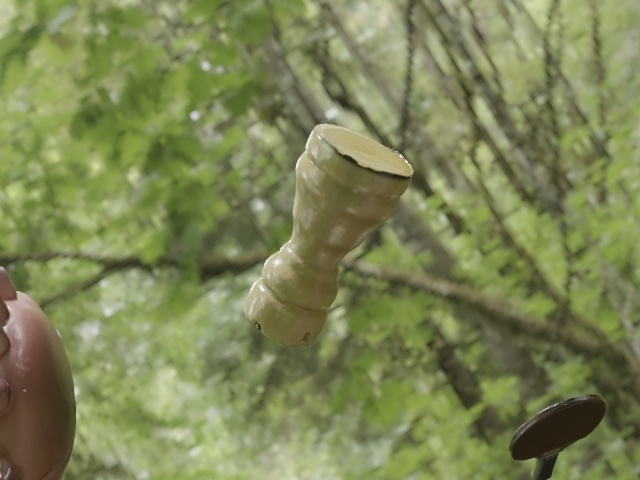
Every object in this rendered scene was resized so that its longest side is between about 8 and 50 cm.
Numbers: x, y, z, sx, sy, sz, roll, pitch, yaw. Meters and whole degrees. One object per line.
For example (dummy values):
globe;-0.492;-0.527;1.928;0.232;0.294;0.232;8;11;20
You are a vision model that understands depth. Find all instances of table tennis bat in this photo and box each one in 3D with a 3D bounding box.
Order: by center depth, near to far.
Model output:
table tennis bat;0.112;0.097;0.827;0.050;0.007;0.083;-19;-29;-14

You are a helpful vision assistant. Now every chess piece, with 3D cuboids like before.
chess piece;0.000;0.000;0.985;0.066;0.066;0.122;-7;-53;-62

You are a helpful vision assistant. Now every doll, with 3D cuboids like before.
doll;-0.240;0.132;1.336;0.093;0.262;0.211;-6;-52;0
